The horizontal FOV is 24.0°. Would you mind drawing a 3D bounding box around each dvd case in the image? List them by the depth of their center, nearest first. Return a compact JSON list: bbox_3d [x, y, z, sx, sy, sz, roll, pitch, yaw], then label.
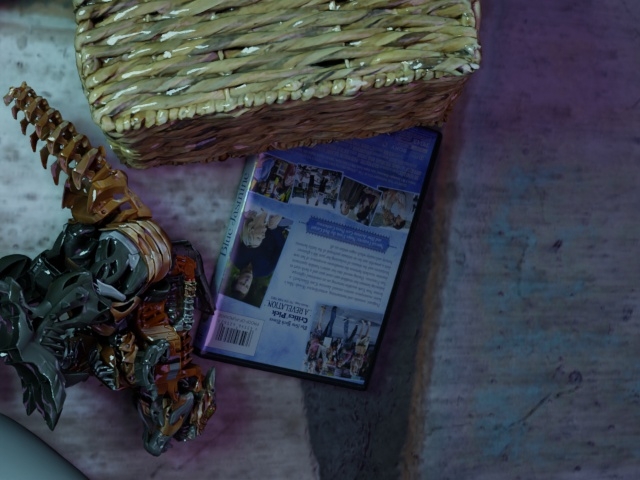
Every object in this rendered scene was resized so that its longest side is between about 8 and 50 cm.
[{"bbox_3d":[0.000,0.000,1.350,0.180,0.022,0.253,15,93,-30],"label":"dvd case"}]

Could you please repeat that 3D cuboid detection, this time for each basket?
[{"bbox_3d":[-0.041,-0.187,1.173,0.299,0.223,0.213,-10,85,-2],"label":"basket"}]

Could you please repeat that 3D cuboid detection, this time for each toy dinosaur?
[{"bbox_3d":[-0.191,0.037,1.213,0.218,0.164,0.322,-33,96,-34],"label":"toy dinosaur"}]

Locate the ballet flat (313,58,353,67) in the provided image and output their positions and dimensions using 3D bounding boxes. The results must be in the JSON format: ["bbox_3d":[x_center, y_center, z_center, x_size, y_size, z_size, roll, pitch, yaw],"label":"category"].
[{"bbox_3d":[0.044,-0.218,1.296,0.073,0.080,0.232,22,82,-10],"label":"ballet flat"}]

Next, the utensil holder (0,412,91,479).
[{"bbox_3d":[-0.250,0.306,1.072,0.328,0.385,0.327,-5,102,-26],"label":"utensil holder"}]
